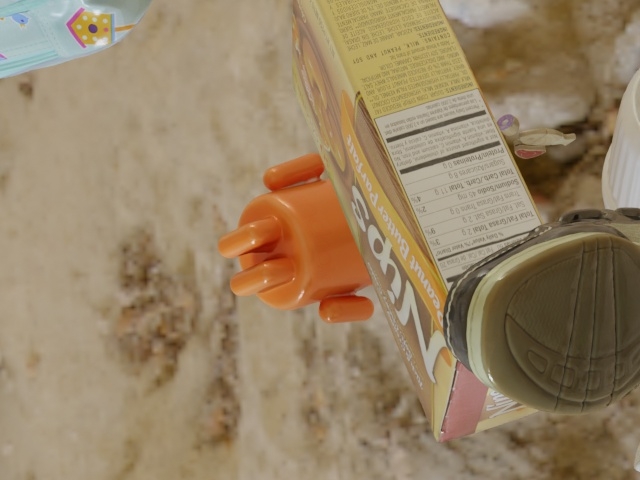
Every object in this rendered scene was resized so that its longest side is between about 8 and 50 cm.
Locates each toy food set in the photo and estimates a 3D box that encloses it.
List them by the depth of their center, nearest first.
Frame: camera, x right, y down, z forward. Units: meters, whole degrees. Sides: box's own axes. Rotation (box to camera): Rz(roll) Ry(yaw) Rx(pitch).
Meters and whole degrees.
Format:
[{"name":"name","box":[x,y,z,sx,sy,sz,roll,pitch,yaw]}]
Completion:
[{"name":"toy food set","box":[0.174,-0.098,1.488,0.078,0.122,0.019,-28,63,48]}]

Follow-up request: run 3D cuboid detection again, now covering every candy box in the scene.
[{"name":"candy box","box":[0.068,-0.041,1.086,0.183,0.087,0.316,91,159,-63]}]

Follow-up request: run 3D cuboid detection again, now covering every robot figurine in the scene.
[{"name":"robot figurine","box":[0.000,0.002,1.653,0.158,0.219,0.128,44,132,33]}]

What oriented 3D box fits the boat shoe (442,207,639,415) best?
[{"name":"boat shoe","box":[0.119,0.026,0.714,0.073,0.223,0.080,14,106,40]}]

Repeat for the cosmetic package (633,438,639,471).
[{"name":"cosmetic package","box":[0.380,0.118,1.196,0.138,0.224,0.225,-58,4,40]}]

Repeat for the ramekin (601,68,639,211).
[{"name":"ramekin","box":[0.410,-0.093,1.528,0.273,0.273,0.127,56,167,41]}]

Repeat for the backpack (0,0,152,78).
[{"name":"backpack","box":[-0.147,-0.155,0.660,0.144,0.188,0.166,66,-150,-41]}]
